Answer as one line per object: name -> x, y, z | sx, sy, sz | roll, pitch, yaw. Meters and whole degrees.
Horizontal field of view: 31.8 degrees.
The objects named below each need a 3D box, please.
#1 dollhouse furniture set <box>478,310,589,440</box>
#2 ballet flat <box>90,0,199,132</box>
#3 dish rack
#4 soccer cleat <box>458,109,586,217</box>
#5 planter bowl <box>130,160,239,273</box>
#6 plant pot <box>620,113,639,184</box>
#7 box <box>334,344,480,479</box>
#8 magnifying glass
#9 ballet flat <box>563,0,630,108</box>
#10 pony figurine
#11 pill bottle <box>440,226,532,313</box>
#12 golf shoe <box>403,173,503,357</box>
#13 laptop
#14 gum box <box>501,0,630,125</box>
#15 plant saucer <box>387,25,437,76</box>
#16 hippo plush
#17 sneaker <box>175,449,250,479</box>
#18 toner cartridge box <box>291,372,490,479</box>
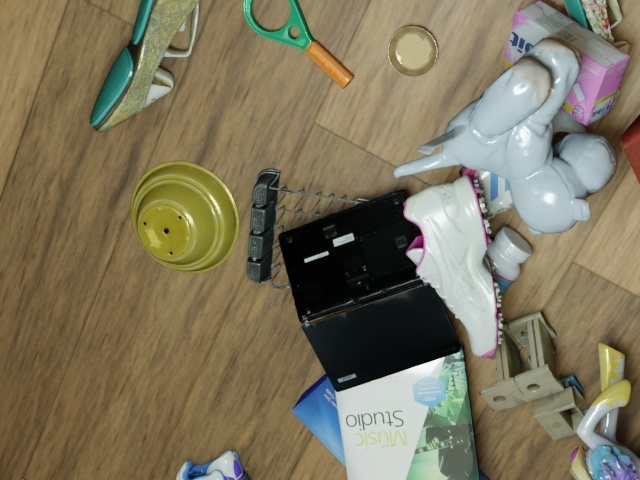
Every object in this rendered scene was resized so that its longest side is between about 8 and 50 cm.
dollhouse furniture set -> 0.364, 0.243, 1.926 | 0.129, 0.129, 0.183 | -23, 129, 23
ballet flat -> -0.290, -0.320, 1.944 | 0.123, 0.123, 0.348 | 32, 116, 6
dish rack -> 0.000, 0.000, 1.972 | 0.272, 0.074, 0.208 | 10, 111, 12
soccer cleat -> 0.298, -0.092, 1.820 | 0.143, 0.116, 0.331 | 36, 114, 4
planter bowl -> -0.264, -0.028, 2.033 | 0.217, 0.090, 0.217 | 6, 109, 16
plant pot -> 0.600, -0.137, 1.647 | 0.236, 0.267, 0.267 | -21, 101, 35
box -> 0.155, 0.352, 1.959 | 0.232, 0.058, 0.322 | -7, 99, 10
magnifying glass -> -0.036, -0.345, 1.896 | 0.231, 0.026, 0.092 | 44, 114, 2
ballet flat -> 0.434, -0.315, 1.729 | 0.077, 0.091, 0.241 | -21, 107, -11
pony figurine -> 0.519, 0.399, 1.832 | 0.351, 0.303, 0.363 | 26, 89, -7
pill bottle -> 0.279, 0.055, 1.890 | 0.087, 0.087, 0.160 | 42, 115, 1
golf shoe -> 0.213, 0.048, 1.784 | 0.140, 0.115, 0.306 | -10, 107, 7
laptop -> 0.082, 0.087, 1.902 | 0.234, 0.136, 0.264 | -20, 67, 11
gum box -> 0.367, -0.275, 1.716 | 0.188, 0.062, 0.107 | 42, 142, 28
plant saucer -> 0.153, -0.312, 1.850 | 0.083, 0.015, 0.083 | 5, 109, 15
hippo plush -> 0.315, -0.130, 1.604 | 0.236, 0.294, 0.234 | 48, 159, -1
sneaker -> -0.136, 0.521, 2.148 | 0.323, 0.130, 0.236 | 5, 113, 22
toner cartridge box -> 0.128, 0.373, 2.048 | 0.348, 0.075, 0.165 | 46, 115, -1
